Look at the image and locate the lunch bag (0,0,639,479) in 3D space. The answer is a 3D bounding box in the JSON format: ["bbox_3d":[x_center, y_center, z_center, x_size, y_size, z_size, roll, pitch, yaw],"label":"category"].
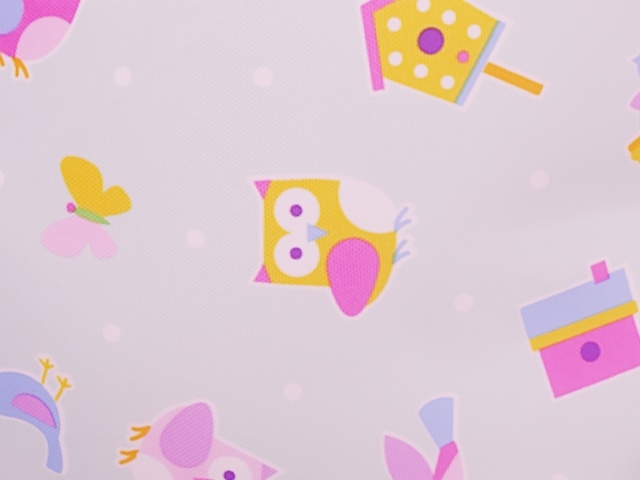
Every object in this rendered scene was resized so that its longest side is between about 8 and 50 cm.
[{"bbox_3d":[0.000,0.000,0.455,0.262,0.223,0.160,-3,14,19],"label":"lunch bag"}]
